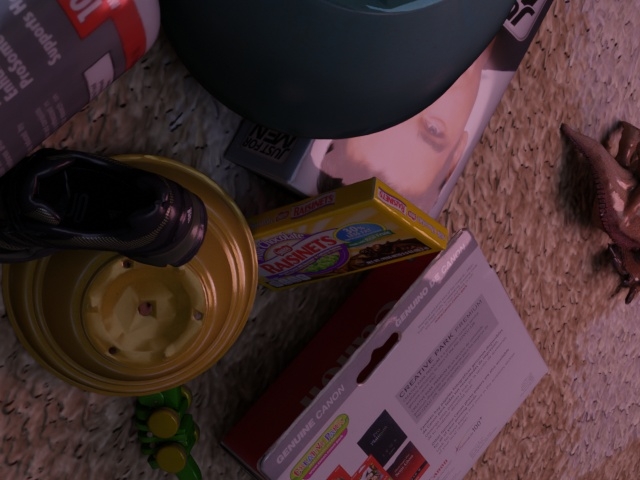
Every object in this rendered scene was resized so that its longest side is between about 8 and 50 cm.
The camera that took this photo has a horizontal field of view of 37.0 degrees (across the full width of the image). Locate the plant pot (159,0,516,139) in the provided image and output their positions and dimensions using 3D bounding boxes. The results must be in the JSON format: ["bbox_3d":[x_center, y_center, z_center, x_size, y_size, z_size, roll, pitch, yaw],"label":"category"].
[{"bbox_3d":[0.022,-0.228,0.682,0.293,0.235,0.293,0,91,-8],"label":"plant pot"}]

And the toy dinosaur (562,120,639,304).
[{"bbox_3d":[0.398,-0.029,1.203,0.296,0.127,0.200,27,96,-35],"label":"toy dinosaur"}]

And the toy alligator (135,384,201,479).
[{"bbox_3d":[-0.151,0.152,0.891,0.051,0.056,0.189,-6,109,10],"label":"toy alligator"}]

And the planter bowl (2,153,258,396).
[{"bbox_3d":[-0.148,0.044,0.780,0.217,0.090,0.217,-4,106,-15],"label":"planter bowl"}]

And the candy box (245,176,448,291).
[{"bbox_3d":[0.000,0.000,0.858,0.105,0.206,0.027,34,53,-38],"label":"candy box"}]

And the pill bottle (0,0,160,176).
[{"bbox_3d":[-0.294,-0.094,0.582,0.363,0.210,0.210,-45,128,-16],"label":"pill bottle"}]

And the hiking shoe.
[{"bbox_3d":[-0.200,-0.035,0.683,0.114,0.227,0.086,68,25,-69],"label":"hiking shoe"}]

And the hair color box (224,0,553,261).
[{"bbox_3d":[0.088,-0.190,0.905,0.185,0.113,0.374,30,87,-40],"label":"hair color box"}]

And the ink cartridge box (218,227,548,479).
[{"bbox_3d":[0.063,0.153,0.989,0.309,0.130,0.272,-47,133,-15],"label":"ink cartridge box"}]
